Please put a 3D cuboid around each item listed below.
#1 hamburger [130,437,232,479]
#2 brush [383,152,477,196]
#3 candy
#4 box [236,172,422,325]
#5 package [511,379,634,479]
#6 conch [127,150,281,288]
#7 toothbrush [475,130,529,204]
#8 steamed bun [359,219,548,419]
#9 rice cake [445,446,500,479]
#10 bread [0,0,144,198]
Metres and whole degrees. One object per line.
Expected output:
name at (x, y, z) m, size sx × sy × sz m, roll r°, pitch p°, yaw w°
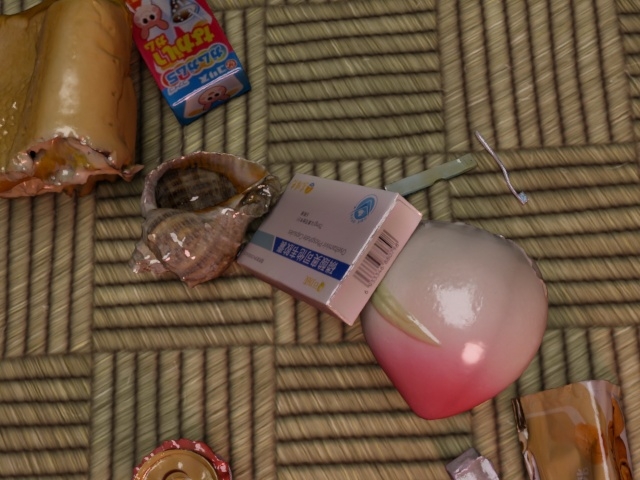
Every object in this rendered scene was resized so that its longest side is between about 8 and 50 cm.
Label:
hamburger at (-0.215, 0.410, 1.307) m, size 0.175 × 0.137 × 0.175 m, roll -3°, pitch 75°, yaw 10°
brush at (0.200, -0.112, 1.448) m, size 0.179 × 0.030 × 0.033 m, roll -21°, pitch 59°, yaw -10°
candy at (-0.272, -0.390, 1.526) m, size 0.157 × 0.100 × 0.305 m, roll -28°, pitch 76°, yaw -2°
box at (0.000, 0.000, 1.301) m, size 0.065 × 0.343 × 0.200 m, roll 38°, pitch 81°, yaw -28°
package at (0.397, 0.383, 1.239) m, size 0.165 × 0.221 × 0.311 m, roll -13°, pitch 74°, yaw 24°
conch at (-0.210, -0.028, 1.409) m, size 0.291 × 0.158 × 0.210 m, roll -26°, pitch 55°, yaw -23°
toothbrush at (0.324, -0.133, 1.446) m, size 0.017 × 0.014 × 0.162 m, roll -36°, pitch 75°, yaw 11°
steamed bun at (0.194, 0.138, 1.248) m, size 0.310 × 0.309 × 0.309 m, roll -1°, pitch 76°, yaw 6°
rice cake at (0.311, 0.506, 1.271) m, size 0.073 × 0.056 × 0.364 m, roll -26°, pitch 75°, yaw -6°
bread at (-0.457, -0.259, 1.425) m, size 0.361 × 0.250 × 0.394 m, roll -8°, pitch 70°, yaw 29°
